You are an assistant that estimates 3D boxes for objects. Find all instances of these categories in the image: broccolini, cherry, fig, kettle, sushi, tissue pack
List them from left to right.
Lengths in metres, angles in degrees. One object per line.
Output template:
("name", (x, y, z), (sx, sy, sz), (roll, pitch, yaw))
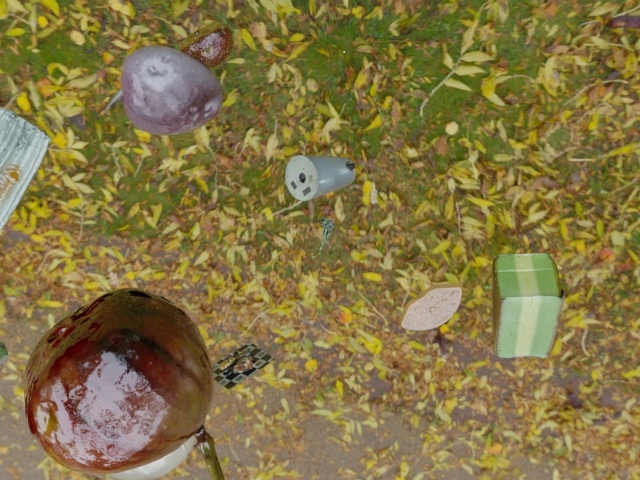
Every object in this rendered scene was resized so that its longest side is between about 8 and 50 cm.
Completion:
("tissue pack", (-0.887, -0.201, 1.144), (0.387, 0.162, 0.288), (18, 80, 28))
("fig", (-0.190, 0.170, 0.523), (0.203, 0.186, 0.249), (-9, 139, 46))
("cherry", (-0.342, -0.329, 1.029), (0.265, 0.213, 0.184), (-7, 96, -21))
("sushi", (-0.274, 0.391, 1.523), (0.192, 0.210, 0.040), (-28, 109, -28))
("kettle", (-0.006, -0.227, 1.708), (0.210, 0.243, 0.160), (-32, 79, 42))
("broccolini", (0.002, 0.004, 1.596), (0.054, 0.052, 0.194), (9, 128, -20))

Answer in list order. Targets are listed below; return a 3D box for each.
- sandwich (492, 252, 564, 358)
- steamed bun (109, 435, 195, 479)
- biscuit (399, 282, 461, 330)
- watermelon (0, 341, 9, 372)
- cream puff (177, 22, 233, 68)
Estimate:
("sandwich", (0.255, 0.084, 0.586), (0.074, 0.074, 0.117), (-2, 130, 13))
("steamed bun", (-0.557, 0.558, 1.416), (0.373, 0.334, 0.334), (-5, 113, 28))
("biscuit", (0.345, 0.208, 1.434), (0.220, 0.029, 0.142), (-40, 116, 14))
("watermelon", (-0.938, 0.366, 1.277), (0.097, 0.121, 0.158), (22, 83, 14))
("cream puff", (-0.286, -0.488, 1.178), (0.149, 0.149, 0.084), (-19, 127, 10))
